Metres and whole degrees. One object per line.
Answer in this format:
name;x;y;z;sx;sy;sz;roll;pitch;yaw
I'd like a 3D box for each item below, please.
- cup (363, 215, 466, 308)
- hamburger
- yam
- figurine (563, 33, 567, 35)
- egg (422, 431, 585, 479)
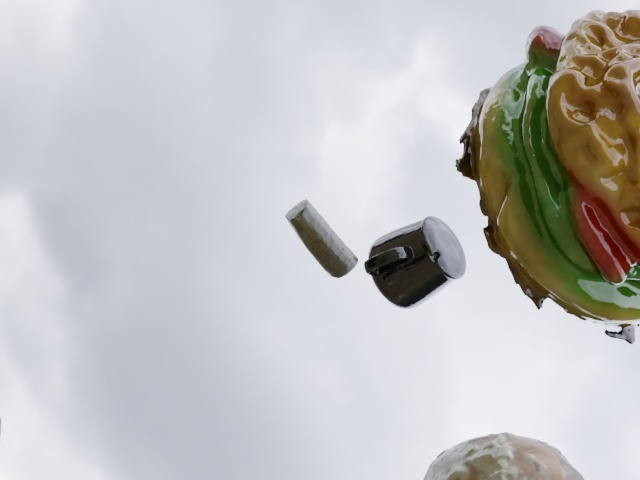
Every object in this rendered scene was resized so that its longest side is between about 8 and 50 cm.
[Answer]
cup;0.189;0.044;1.914;0.176;0.223;0.169;-28;-109;32
hamburger;0.222;-0.061;0.641;0.149;0.237;0.237;-38;-103;48
yam;0.000;0.000;1.789;0.169;0.068;0.068;48;-28;-24
figurine;0.423;-0.290;1.458;0.122;0.176;0.121;16;-73;52
egg;0.204;0.304;0.996;0.233;0.195;0.195;27;-51;62
